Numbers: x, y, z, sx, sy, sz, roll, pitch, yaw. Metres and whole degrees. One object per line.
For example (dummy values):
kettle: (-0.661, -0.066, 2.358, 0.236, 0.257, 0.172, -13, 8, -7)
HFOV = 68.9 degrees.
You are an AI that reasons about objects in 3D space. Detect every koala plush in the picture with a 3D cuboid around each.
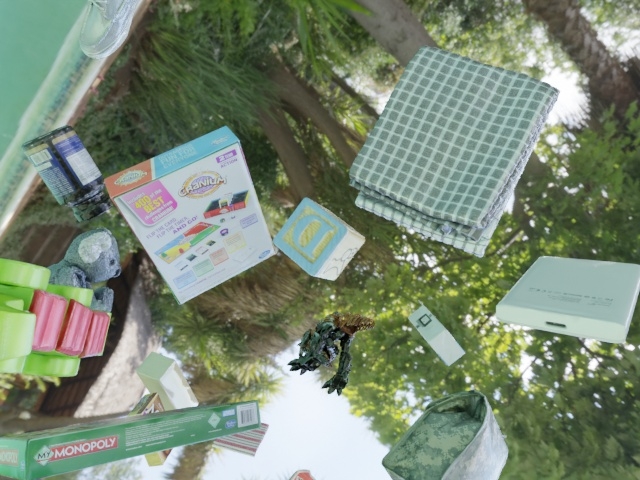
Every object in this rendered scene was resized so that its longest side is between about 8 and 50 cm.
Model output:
koala plush: (-0.564, 0.069, 1.111, 0.221, 0.203, 0.196, -62, -160, -3)

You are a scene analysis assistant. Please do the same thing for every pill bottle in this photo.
pill bottle: (-0.612, -0.161, 1.148, 0.123, 0.219, 0.123, -20, -156, 9)

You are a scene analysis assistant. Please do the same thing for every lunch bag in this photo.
lunch bag: (0.318, 0.515, 1.107, 0.287, 0.235, 0.169, -41, -148, -19)

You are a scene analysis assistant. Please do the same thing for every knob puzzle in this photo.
knob puzzle: (-0.039, 0.814, 1.476, 0.030, 0.213, 0.213, -27, -144, 19)

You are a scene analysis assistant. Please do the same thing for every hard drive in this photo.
hard drive: (0.570, 0.116, 1.050, 0.233, 0.047, 0.353, 6, -161, 38)

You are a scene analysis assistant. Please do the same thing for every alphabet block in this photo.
alphabet block: (0.000, 0.000, 1.533, 0.193, 0.197, 0.192, 41, -84, 22)

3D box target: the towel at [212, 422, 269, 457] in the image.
towel: (-0.262, 0.655, 1.561, 0.197, 0.144, 0.029, -40, 141, -80)

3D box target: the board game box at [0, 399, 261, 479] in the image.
board game box: (-0.278, 0.283, 0.682, 0.213, 0.317, 0.046, -21, -110, 41)

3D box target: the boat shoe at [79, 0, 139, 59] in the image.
boat shoe: (-0.361, -0.424, 0.800, 0.227, 0.079, 0.081, -55, 174, 10)

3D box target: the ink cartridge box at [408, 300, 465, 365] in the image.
ink cartridge box: (0.311, 0.252, 1.294, 0.060, 0.104, 0.180, -40, -159, 3)

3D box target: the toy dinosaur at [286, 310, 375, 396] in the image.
toy dinosaur: (0.022, 0.266, 1.244, 0.322, 0.164, 0.218, 112, 1, -50)

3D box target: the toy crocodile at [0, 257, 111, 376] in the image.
toy crocodile: (-0.313, 0.100, 0.542, 0.340, 0.105, 0.115, 108, -11, -74)

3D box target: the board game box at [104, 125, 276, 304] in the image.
board game box: (-0.237, -0.038, 0.932, 0.242, 0.316, 0.064, -28, -131, -15)

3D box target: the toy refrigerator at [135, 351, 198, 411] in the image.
toy refrigerator: (-0.516, 0.501, 1.595, 0.102, 0.269, 0.094, 11, -136, 23)

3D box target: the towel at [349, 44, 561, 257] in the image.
towel: (0.201, -0.148, 0.725, 0.235, 0.121, 0.283, 26, -101, 18)

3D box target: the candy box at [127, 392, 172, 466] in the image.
candy box: (-0.513, 0.579, 1.432, 0.053, 0.186, 0.109, -12, -166, 12)
